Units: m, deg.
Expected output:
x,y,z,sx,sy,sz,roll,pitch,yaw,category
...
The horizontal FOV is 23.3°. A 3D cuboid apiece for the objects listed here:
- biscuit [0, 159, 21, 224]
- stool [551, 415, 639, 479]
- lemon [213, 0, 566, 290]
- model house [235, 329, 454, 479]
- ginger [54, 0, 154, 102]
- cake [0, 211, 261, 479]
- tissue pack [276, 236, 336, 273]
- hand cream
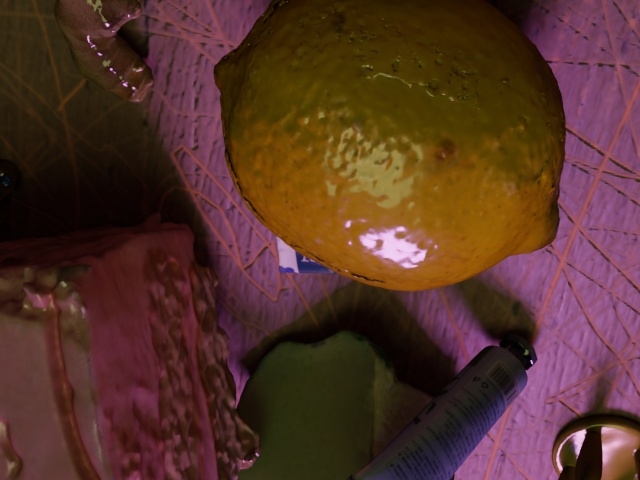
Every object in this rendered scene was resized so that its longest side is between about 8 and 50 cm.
x,y,z,sx,sy,sz,roll,pitch,yaw,category
-0.374,-0.039,1.525,0.175,0.026,0.124,-31,116,28,biscuit
0.289,0.252,1.573,0.135,0.110,0.134,-15,123,21,stool
0.063,-0.090,1.269,0.310,0.258,0.258,30,126,2,lemon
0.033,0.216,1.578,0.214,0.195,0.189,-21,146,39,model house
-0.201,-0.235,1.325,0.089,0.075,0.288,15,136,27,ginger
-0.263,0.135,1.437,0.314,0.307,0.293,-9,95,21,cake
0.000,0.000,1.479,0.083,0.042,0.062,1,124,9,tissue pack
0.120,0.180,1.469,0.055,0.256,0.088,-2,125,49,hand cream
